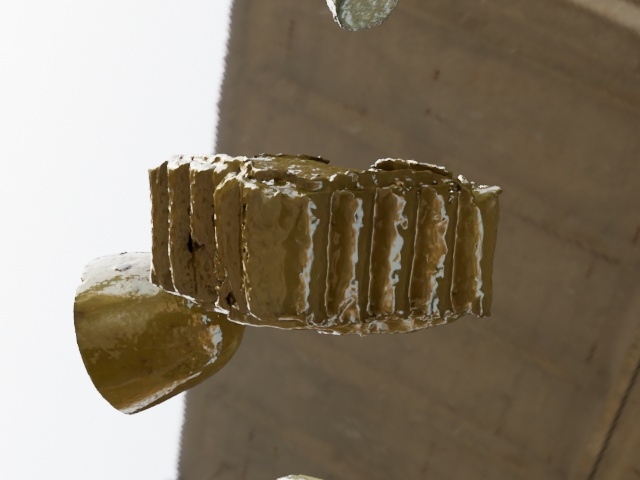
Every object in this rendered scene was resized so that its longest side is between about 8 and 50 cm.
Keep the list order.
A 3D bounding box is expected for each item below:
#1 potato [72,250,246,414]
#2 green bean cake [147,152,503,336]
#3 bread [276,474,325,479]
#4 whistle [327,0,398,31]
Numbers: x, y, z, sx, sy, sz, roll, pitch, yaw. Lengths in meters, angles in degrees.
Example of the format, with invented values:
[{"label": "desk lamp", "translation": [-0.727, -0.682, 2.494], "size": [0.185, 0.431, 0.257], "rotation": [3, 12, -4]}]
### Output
[{"label": "potato", "translation": [-0.157, 0.085, 1.497], "size": [0.158, 0.203, 0.178], "rotation": [-15, -95, 9]}, {"label": "green bean cake", "translation": [0.000, 0.000, 1.066], "size": [0.224, 0.230, 0.131], "rotation": [11, -80, 58]}, {"label": "bread", "translation": [0.015, 0.213, 0.704], "size": [0.106, 0.140, 0.236], "rotation": [18, -24, 19]}, {"label": "whistle", "translation": [-0.020, -0.313, 1.192], "size": [0.133, 0.142, 0.346], "rotation": [-48, -131, 30]}]
